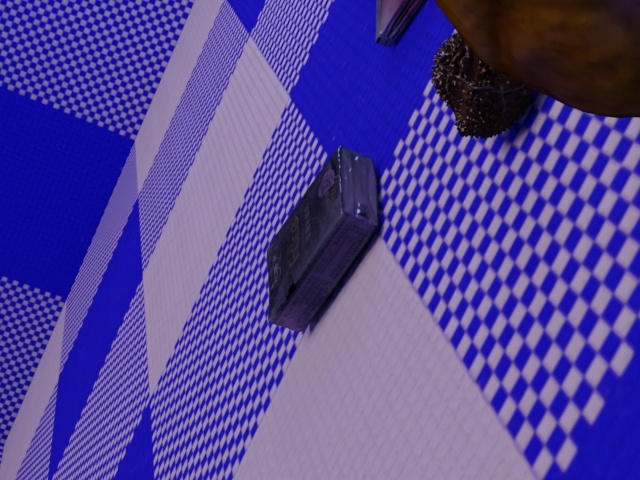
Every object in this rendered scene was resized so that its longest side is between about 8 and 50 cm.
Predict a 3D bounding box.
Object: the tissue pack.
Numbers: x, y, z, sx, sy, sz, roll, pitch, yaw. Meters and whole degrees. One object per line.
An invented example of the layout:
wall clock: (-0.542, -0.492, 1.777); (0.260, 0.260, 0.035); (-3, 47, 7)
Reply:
tissue pack: (0.000, 0.000, 1.084); (0.156, 0.051, 0.112); (-56, 22, 34)

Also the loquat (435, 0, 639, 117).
loquat: (0.163, -0.198, 0.498); (0.276, 0.276, 0.284); (-54, 5, 38)

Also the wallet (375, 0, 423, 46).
wallet: (0.097, -0.322, 1.221); (0.119, 0.025, 0.232); (-54, 22, 40)

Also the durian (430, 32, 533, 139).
durian: (0.117, -0.115, 0.825); (0.080, 0.080, 0.091); (-88, 16, -47)
